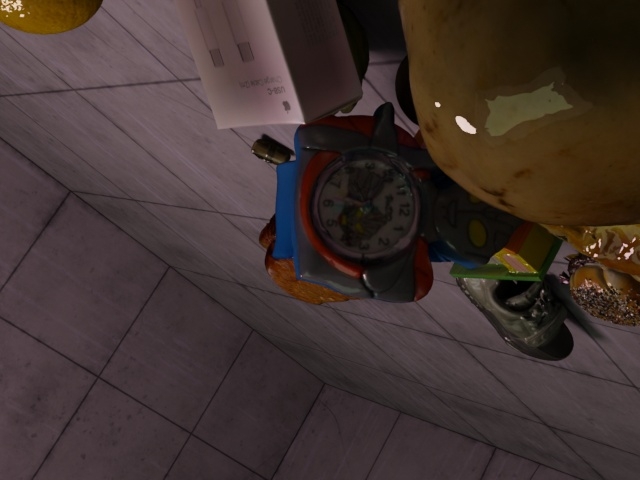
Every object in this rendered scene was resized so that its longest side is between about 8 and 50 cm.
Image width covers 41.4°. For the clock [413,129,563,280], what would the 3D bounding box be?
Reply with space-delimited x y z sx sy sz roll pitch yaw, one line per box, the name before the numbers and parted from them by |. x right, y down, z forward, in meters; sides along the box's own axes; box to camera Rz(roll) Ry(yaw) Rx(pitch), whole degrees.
clock | 0.210 -0.052 1.304 0.255 0.106 0.220 38 162 -22

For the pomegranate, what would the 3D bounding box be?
pomegranate | 0.214 -0.166 0.615 0.332 0.332 0.332 28 163 9

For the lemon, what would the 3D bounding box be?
lemon | -0.422 -0.399 1.261 0.187 0.187 0.244 19 -168 34

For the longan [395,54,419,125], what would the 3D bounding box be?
longan | 0.140 -0.192 1.051 0.106 0.106 0.119 44 -160 -39

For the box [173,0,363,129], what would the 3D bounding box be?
box | -0.075 -0.265 0.999 0.203 0.106 0.252 7 121 53

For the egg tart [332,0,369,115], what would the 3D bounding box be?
egg tart | -0.009 -0.252 1.098 0.197 0.078 0.197 34 145 28

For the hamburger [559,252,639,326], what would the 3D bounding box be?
hamburger | 0.446 0.071 1.279 0.164 0.093 0.189 28 165 8

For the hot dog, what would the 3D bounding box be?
hot dog | 0.000 0.002 1.689 0.223 0.185 0.405 34 163 -15

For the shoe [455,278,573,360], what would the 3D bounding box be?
shoe | 0.377 0.127 1.523 0.293 0.109 0.149 40 167 -16

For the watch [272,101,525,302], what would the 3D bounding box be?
watch | 0.093 -0.042 1.110 0.305 0.241 0.274 4 178 -7

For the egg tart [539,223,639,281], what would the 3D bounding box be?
egg tart | 0.364 -0.058 0.956 0.319 0.128 0.319 33 169 7

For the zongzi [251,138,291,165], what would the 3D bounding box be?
zongzi | -0.095 -0.165 1.632 0.076 0.040 0.083 25 176 -3
